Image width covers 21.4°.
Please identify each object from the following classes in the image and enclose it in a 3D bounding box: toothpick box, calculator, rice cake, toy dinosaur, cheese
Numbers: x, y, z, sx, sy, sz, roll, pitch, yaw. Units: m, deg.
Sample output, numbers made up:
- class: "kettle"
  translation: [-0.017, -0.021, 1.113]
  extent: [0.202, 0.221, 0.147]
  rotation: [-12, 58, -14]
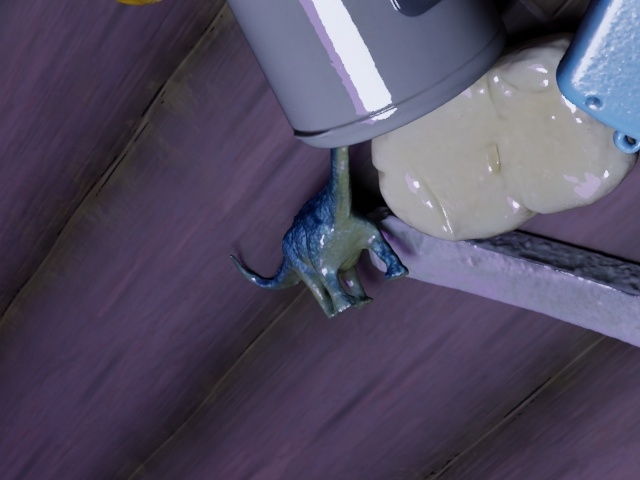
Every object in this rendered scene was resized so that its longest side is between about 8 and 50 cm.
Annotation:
- class: "toothpick box"
  translation: [0.011, -0.257, 1.437]
  extent: [0.229, 0.229, 0.316]
  rotation: [-13, 114, 38]
- class: "calculator"
  translation: [0.311, -0.190, 1.368]
  extent: [0.173, 0.051, 0.293]
  rotation: [24, 121, -2]
- class: "rice cake"
  translation: [0.211, 0.034, 1.642]
  extent: [0.365, 0.056, 0.073]
  rotation: [15, 124, 22]
- class: "toy dinosaur"
  translation: [0.007, 0.008, 1.697]
  extent: [0.147, 0.076, 0.363]
  rotation: [60, 153, 14]
- class: "cheese"
  translation: [0.161, -0.091, 1.556]
  extent: [0.263, 0.093, 0.159]
  rotation: [-19, 108, 41]

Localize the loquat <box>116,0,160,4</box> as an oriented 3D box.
- class: "loquat"
  translation: [-0.172, -0.293, 1.602]
  extent: [0.137, 0.113, 0.137]
  rotation: [26, 127, 41]
